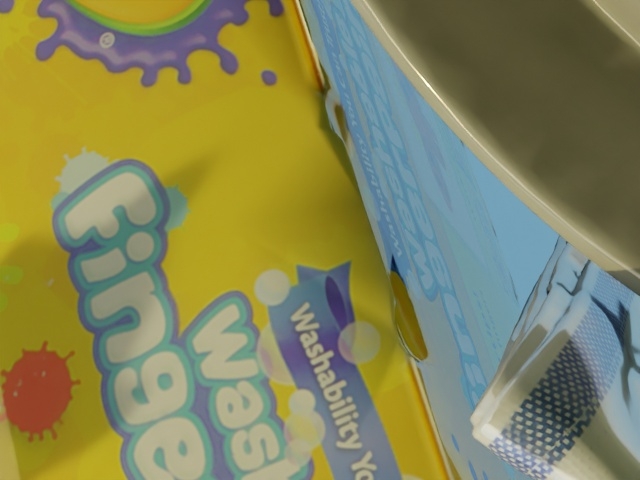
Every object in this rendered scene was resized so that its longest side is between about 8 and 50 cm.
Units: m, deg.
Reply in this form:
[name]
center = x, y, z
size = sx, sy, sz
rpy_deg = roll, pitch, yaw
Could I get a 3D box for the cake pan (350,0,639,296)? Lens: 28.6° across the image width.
[cake pan]
center = 0.080, -0.089, 0.215
size = 0.054, 0.293, 0.293
rpy_deg = -38, -88, -19

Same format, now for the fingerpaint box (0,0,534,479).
[fingerpaint box]
center = 0.002, 0.061, 0.566
size = 0.163, 0.371, 0.445
rpy_deg = -22, -109, 12

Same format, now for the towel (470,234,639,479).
[towel]
center = 0.183, 0.082, 0.369
size = 0.285, 0.034, 0.209
rpy_deg = 32, -156, 8
